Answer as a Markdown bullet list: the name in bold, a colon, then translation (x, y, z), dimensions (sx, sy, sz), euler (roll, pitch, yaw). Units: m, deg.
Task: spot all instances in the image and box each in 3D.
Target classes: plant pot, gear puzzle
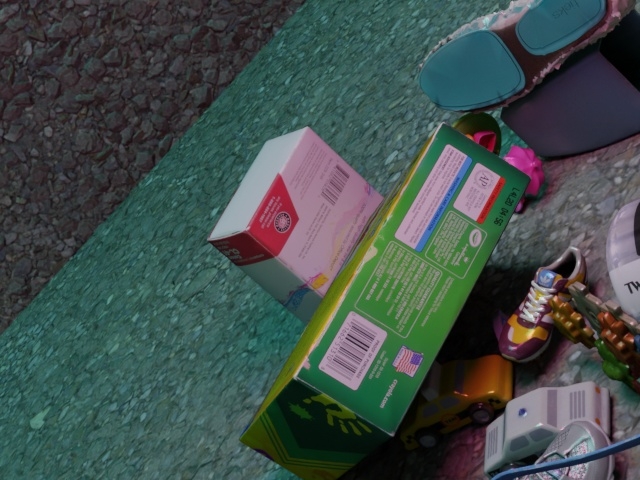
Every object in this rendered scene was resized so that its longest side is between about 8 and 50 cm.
- **plant pot**: translation (0.410, -0.242, 2.263), dimensions (0.234, 0.166, 0.165), euler (-30, 29, 41)
- **gear puzzle**: translation (0.358, 0.136, 1.752), dimensions (0.044, 0.175, 0.339), euler (-39, 24, -6)

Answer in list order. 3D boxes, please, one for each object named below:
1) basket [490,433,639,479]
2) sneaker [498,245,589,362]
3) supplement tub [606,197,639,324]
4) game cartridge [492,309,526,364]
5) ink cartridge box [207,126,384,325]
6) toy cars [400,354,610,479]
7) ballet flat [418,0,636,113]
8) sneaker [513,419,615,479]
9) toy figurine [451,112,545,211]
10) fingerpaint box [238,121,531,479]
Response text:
- **basket**: translation (0.290, 0.355, 1.470), dimensions (0.255, 0.201, 0.288), euler (-24, 64, 38)
- **sneaker**: translation (0.302, 0.084, 1.974), dimensions (0.070, 0.084, 0.185), euler (21, 54, 33)
- **supplement tub**: translation (0.522, -0.003, 1.669), dimensions (0.338, 0.207, 0.207), euler (-26, 32, 38)
- **game cartridge**: translation (0.267, 0.134, 2.036), dimensions (0.017, 0.056, 0.083), euler (-44, 25, 22)
- **ink cartridge box**: translation (0.000, 0.000, 2.353), dimensions (0.131, 0.306, 0.226), euler (-12, 41, 51)
- **toy cars**: translation (0.224, 0.225, 1.932), dimensions (0.176, 0.087, 0.394), euler (-53, 26, -14)
- **ballet flat**: translation (0.326, -0.306, 2.184), dimensions (0.409, 0.147, 0.147), euler (-24, 33, 48)
- **sneaker**: translation (0.246, 0.326, 1.707), dimensions (0.281, 0.115, 0.105), euler (-54, 31, -11)
- **toy figurine**: translation (0.286, -0.101, 2.301), dimensions (0.130, 0.173, 0.159), euler (-11, 28, -33)
- **fingerpaint box**: translation (0.089, 0.107, 2.077), dimensions (0.444, 0.163, 0.371), euler (-59, 2, -26)
